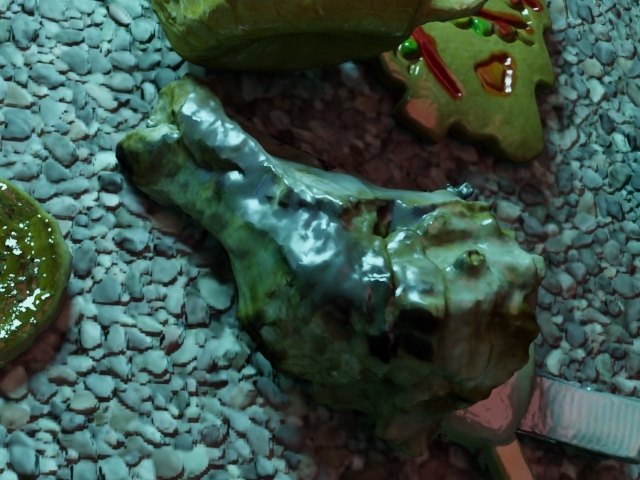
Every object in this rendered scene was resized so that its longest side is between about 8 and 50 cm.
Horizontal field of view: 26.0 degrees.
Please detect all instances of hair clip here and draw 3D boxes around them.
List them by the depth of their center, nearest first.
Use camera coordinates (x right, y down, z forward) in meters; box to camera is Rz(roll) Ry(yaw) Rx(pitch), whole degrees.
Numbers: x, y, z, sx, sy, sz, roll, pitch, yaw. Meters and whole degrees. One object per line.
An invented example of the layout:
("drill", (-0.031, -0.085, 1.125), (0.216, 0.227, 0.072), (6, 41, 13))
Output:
("hair clip", (0.146, 0.129, 1.064), (0.218, 0.071, 0.159), (19, 64, -12))

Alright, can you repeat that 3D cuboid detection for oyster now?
("oyster", (0.005, -0.006, 1.006), (0.198, 0.133, 0.337), (-46, 70, -2))

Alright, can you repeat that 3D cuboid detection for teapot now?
("teapot", (-0.015, -0.223, 1.042), (0.311, 0.203, 0.167), (-4, 85, -10))

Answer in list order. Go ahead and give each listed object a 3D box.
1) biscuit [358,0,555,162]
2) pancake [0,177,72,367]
("biscuit", (0.129, -0.181, 1.202), (0.212, 0.041, 0.239), (33, 59, -6))
("pancake", (-0.248, 0.016, 0.948), (0.158, 0.028, 0.158), (8, 66, -19))
